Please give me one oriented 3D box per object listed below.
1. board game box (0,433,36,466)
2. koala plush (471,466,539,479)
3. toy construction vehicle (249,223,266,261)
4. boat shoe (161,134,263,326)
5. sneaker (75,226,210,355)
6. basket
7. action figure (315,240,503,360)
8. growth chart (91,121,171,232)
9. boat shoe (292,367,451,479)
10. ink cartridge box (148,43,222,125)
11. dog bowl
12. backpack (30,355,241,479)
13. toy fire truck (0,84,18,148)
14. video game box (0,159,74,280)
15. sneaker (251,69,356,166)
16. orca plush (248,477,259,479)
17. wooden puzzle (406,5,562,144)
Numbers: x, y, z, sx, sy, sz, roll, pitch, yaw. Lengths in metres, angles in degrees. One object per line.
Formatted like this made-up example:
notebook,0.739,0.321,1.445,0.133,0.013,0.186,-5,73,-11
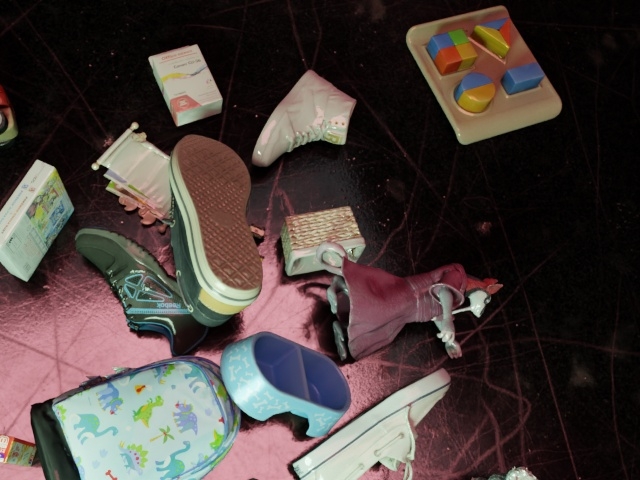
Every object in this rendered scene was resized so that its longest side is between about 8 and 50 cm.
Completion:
board game box,-0.598,0.361,1.188,0.147,0.193,0.045,14,68,-6
koala plush,0.402,0.551,1.327,0.203,0.196,0.221,-31,78,-31
toy construction vehicle,-0.163,0.005,1.493,0.098,0.035,0.085,21,79,0
boat shoe,-0.233,-0.038,1.388,0.187,0.156,0.500,12,41,-30
sneaker,-0.371,0.098,1.366,0.341,0.125,0.139,34,69,3
basket,0.000,0.000,1.482,0.167,0.113,0.103,-9,68,-14
action figure,0.197,0.120,1.424,0.370,0.248,0.275,-16,68,-8
growth chart,-0.391,-0.140,1.504,0.237,0.021,0.172,41,69,5
boat shoe,0.137,0.408,1.347,0.367,0.136,0.156,-31,78,-17
ink cartridge box,-0.321,-0.381,1.581,0.115,0.067,0.198,-22,75,-17
dog bowl,-0.056,0.272,1.300,0.297,0.074,0.166,29,33,-36
backpack,-0.319,0.356,1.235,0.356,0.273,0.290,-13,65,-29
toy fire truck,-0.783,-0.307,1.437,0.217,0.158,0.246,-15,84,-15
video game box,-0.571,-0.035,1.332,0.048,0.205,0.187,27,67,1
sneaker,-0.025,-0.259,1.573,0.169,0.108,0.292,31,66,5
orca plush,-0.210,0.574,1.264,0.151,0.102,0.287,10,46,41
wooden puzzle,0.432,-0.448,1.746,0.322,0.080,0.347,-18,75,-17
